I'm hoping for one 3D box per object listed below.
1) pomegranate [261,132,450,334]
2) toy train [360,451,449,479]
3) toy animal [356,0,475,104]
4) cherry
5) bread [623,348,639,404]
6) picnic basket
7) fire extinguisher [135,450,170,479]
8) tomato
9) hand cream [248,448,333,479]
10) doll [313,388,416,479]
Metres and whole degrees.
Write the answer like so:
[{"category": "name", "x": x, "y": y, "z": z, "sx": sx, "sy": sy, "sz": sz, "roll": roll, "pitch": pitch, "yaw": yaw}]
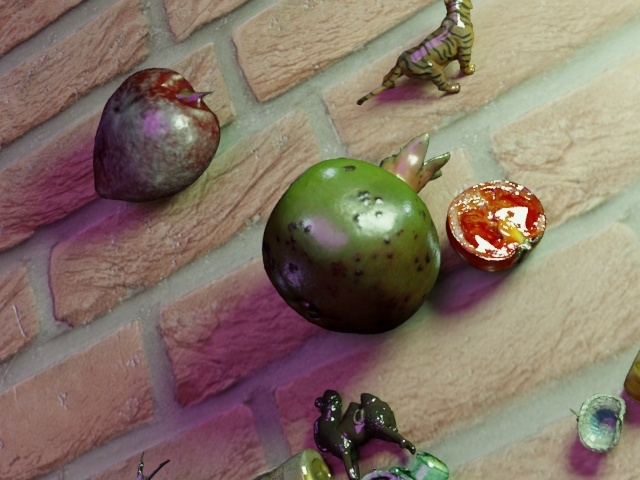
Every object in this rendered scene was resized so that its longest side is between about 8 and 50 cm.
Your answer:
[{"category": "pomegranate", "x": 0.051, "y": -0.024, "z": 1.400, "sx": 0.291, "sy": 0.291, "sz": 0.323, "roll": 7, "pitch": 78, "yaw": 30}, {"category": "toy train", "x": 0.118, "y": 0.451, "z": 1.275, "sx": 0.238, "sy": 0.167, "sz": 0.299, "roll": 31, "pitch": 88, "yaw": 23}, {"category": "toy animal", "x": 0.167, "y": -0.298, "z": 1.553, "sx": 0.255, "sy": 0.116, "sz": 0.114, "roll": -38, "pitch": 57, "yaw": 11}, {"category": "cherry", "x": -0.309, "y": -0.187, "z": 1.711, "sx": 0.300, "sy": 0.203, "sz": 0.230, "roll": -45, "pitch": 64, "yaw": 15}, {"category": "bread", "x": 0.470, "y": 0.146, "z": 1.240, "sx": 0.083, "sy": 0.094, "sz": 0.157, "roll": 33, "pitch": 80, "yaw": 37}, {"category": "picnic basket", "x": 0.379, "y": 0.245, "z": 1.253, "sx": 0.065, "sy": 0.083, "sz": 0.083, "roll": 9, "pitch": 73, "yaw": 36}, {"category": "fire extinguisher", "x": -0.197, "y": 0.451, "z": 1.429, "sx": 0.294, "sy": 0.093, "sz": 0.118, "roll": 36, "pitch": 82, "yaw": 18}, {"category": "tomato", "x": 0.264, "y": -0.012, "z": 1.411, "sx": 0.159, "sy": 0.091, "sz": 0.139, "roll": -37, "pitch": 65, "yaw": -21}, {"category": "hand cream", "x": -0.079, "y": 0.398, "z": 1.447, "sx": 0.203, "sy": 0.084, "sz": 0.083, "roll": -29, "pitch": 60, "yaw": 25}, {"category": "doll", "x": 0.054, "y": 0.291, "z": 1.425, "sx": 0.139, "sy": 0.057, "sz": 0.165, "roll": -40, "pitch": 53, "yaw": 13}]
